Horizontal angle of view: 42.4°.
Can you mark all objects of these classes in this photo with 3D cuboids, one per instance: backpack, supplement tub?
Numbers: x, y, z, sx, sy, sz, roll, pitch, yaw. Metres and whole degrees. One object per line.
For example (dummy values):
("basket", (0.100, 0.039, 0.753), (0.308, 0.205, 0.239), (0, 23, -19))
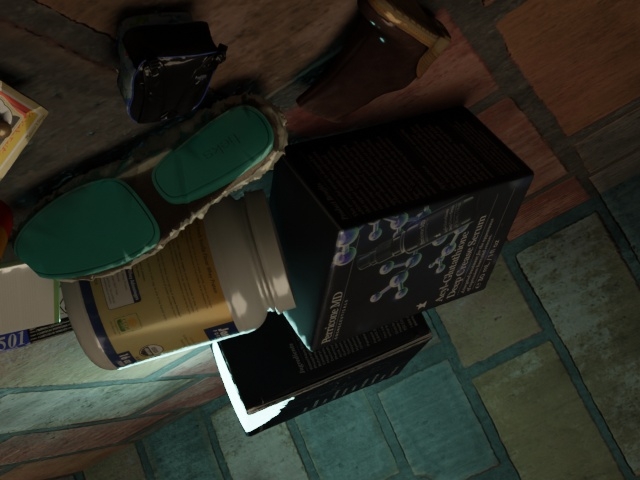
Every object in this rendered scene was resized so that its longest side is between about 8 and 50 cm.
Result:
("backpack", (-0.169, -0.187, 0.890), (0.105, 0.084, 0.114), (-15, 156, -28))
("supplement tub", (-0.212, 0.054, 1.267), (0.316, 0.228, 0.228), (-16, 163, -1))

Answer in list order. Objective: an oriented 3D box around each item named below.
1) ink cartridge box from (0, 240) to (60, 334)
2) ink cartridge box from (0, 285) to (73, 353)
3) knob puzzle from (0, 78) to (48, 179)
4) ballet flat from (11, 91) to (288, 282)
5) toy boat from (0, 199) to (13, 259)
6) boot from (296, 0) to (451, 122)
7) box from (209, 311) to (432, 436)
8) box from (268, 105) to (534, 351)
("ink cartridge box", (-0.512, 0.085, 1.232), (0.235, 0.056, 0.171), (-12, 144, -26))
("ink cartridge box", (-0.485, 0.120, 1.366), (0.207, 0.097, 0.046), (-16, -163, -25))
("knob puzzle", (-0.387, -0.100, 0.807), (0.213, 0.030, 0.213), (-25, 137, -27))
("ballet flat", (-0.220, -0.068, 1.133), (0.409, 0.147, 0.147), (-27, 164, 7))
("toy boat", (-0.441, -0.011, 0.721), (0.318, 0.148, 0.267), (13, 129, -7))
("boot", (0.052, -0.229, 1.068), (0.207, 0.090, 0.248), (-33, 165, 21))
("box", (-0.025, 0.260, 2.114), (0.472, 0.297, 0.480), (-22, 164, -13))
("box", (0.121, -0.028, 1.432), (0.396, 0.212, 0.293), (-16, 141, -26))
